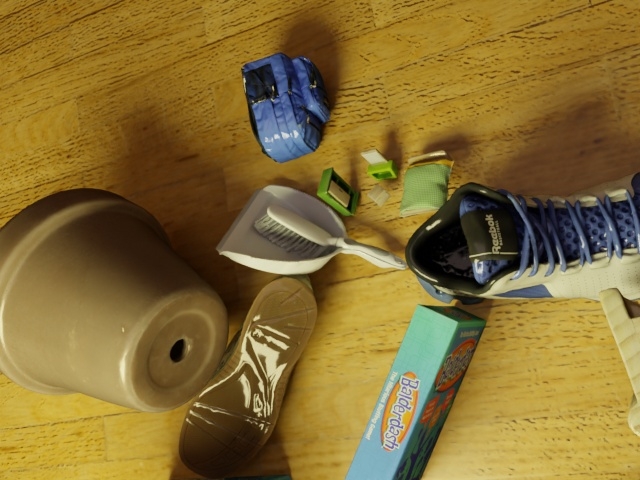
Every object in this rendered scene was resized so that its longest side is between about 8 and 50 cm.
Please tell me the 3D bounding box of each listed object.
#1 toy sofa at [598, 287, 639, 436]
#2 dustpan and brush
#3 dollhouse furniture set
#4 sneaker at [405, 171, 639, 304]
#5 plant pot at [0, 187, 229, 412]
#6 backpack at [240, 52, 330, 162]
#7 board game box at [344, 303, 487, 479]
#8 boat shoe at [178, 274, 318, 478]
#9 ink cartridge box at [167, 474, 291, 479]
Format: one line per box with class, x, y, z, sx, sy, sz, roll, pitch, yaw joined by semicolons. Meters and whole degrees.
toy sofa;0.416;0.075;0.501;0.362;0.150;0.177;-19;75;22
dustpan and brush;0.000;0.000;0.809;0.211;0.147;0.060;27;132;0
dollhouse furniture set;0.075;-0.070;0.779;0.152;0.058;0.076;-8;56;39
sneaker;0.221;0.006;0.658;0.315;0.182;0.127;-11;81;23
plant pot;-0.235;0.089;0.794;0.229;0.263;0.263;20;92;35
backpack;-0.040;-0.165;0.843;0.101;0.098;0.120;-14;78;19
board game box;0.103;0.172;0.705;0.047;0.160;0.210;23;94;24
boat shoe;-0.083;0.169;0.840;0.104;0.089;0.285;31;101;-2
ink cartridge box;-0.167;0.390;0.740;0.198;0.270;0.197;-11;79;23
